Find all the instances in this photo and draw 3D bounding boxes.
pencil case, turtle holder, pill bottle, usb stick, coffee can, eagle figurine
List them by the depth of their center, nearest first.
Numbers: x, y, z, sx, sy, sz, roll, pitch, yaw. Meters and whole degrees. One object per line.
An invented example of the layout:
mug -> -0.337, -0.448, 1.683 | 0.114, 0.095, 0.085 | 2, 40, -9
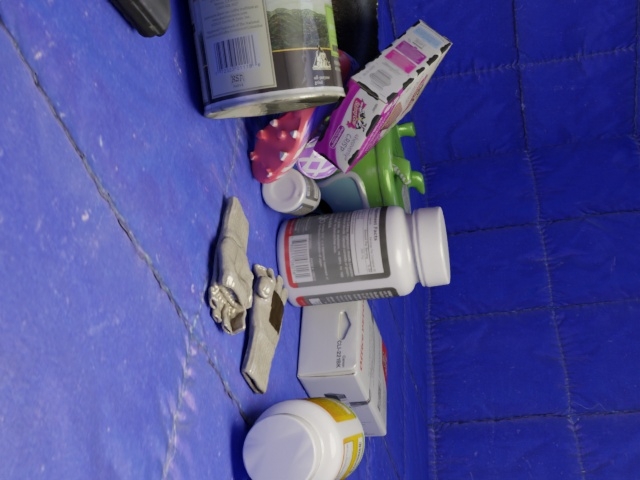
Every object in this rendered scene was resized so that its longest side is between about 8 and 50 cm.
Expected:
usb stick -> -0.228, -0.308, 0.840 | 0.278, 0.045, 0.077 | 51, 35, -65
coffee can -> -0.082, -0.319, 1.123 | 0.201, 0.201, 0.275 | -28, 111, -76
pill bottle -> -0.025, 0.297, 1.177 | 0.246, 0.136, 0.136 | 33, 51, -73
eagle figurine -> -0.014, -0.388, 1.342 | 0.298, 0.225, 0.226 | 77, 18, -47
pill bottle -> -0.047, -0.083, 1.416 | 0.137, 0.078, 0.078 | 11, 72, -76
pencil case -> -0.023, -0.182, 1.418 | 0.206, 0.088, 0.086 | -117, -178, -55
pill bottle -> 0.079, 0.024, 1.438 | 0.161, 0.283, 0.161 | -7, 90, -77
turtle holder -> 0.081, -0.137, 1.659 | 0.320, 0.227, 0.243 | 62, 25, -55

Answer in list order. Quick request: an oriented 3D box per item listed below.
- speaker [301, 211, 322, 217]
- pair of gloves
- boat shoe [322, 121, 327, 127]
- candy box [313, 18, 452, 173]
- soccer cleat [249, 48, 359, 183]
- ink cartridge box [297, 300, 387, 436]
speaker -> 0.000, 0.000, 1.622 | 0.136, 0.055, 0.055 | 61, 26, -57
pair of gloves -> -0.100, 0.079, 1.185 | 0.204, 0.042, 0.240 | -83, 160, -45
boat shoe -> 0.045, -0.260, 1.823 | 0.302, 0.114, 0.091 | 60, 32, -60
candy box -> 0.099, -0.227, 1.276 | 0.233, 0.071, 0.159 | -48, 173, -41
soccer cleat -> -0.025, -0.190, 1.288 | 0.095, 0.248, 0.083 | -2, 40, -50
ink cartridge box -> 0.049, 0.234, 1.571 | 0.273, 0.114, 0.197 | 68, 21, -50
